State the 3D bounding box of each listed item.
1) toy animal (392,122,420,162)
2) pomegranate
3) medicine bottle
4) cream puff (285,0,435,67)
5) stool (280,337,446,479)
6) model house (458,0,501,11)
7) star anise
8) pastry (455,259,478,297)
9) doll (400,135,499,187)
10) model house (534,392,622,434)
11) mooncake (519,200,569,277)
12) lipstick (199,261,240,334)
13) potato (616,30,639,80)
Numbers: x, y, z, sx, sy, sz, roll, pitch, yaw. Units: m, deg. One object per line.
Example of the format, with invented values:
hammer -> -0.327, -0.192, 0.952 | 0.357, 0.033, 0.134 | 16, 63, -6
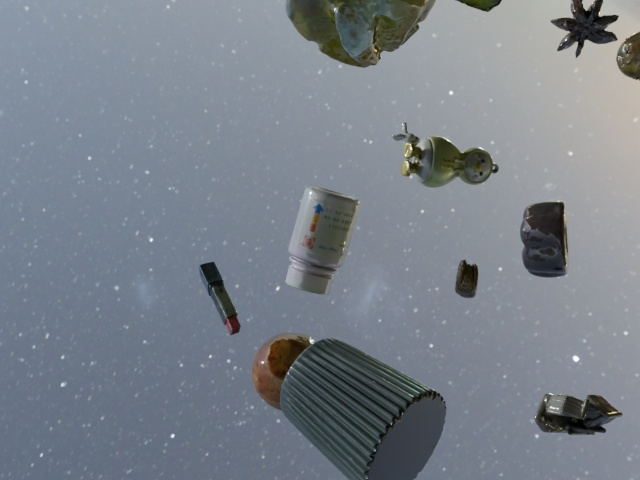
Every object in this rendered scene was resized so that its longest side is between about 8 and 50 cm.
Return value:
toy animal -> 0.318, -0.339, 2.147 | 0.071, 0.124, 0.085 | -46, -137, -19
pomegranate -> -0.083, 0.380, 1.779 | 0.248, 0.248, 0.248 | 23, -147, -17
medicine bottle -> 0.000, 0.000, 1.759 | 0.170, 0.293, 0.170 | 16, -174, -2
cream puff -> 0.097, -0.523, 1.229 | 0.275, 0.378, 0.378 | 25, -149, -32
stool -> 0.094, 0.427, 1.525 | 0.297, 0.297, 0.330 | -4, -157, -45
model house -> 0.435, -0.761, 1.691 | 0.170, 0.194, 0.211 | 14, -148, -11
star anise -> 0.890, -0.732, 2.062 | 0.197, 0.212, 0.073 | 64, -156, -13
pastry -> 0.397, 0.105, 1.658 | 0.057, 0.109, 0.097 | 9, -158, 9
doll -> 0.365, -0.213, 1.693 | 0.296, 0.141, 0.117 | 3, -174, -11
model house -> 0.786, 0.525, 1.849 | 0.229, 0.188, 0.122 | 16, -112, -31
mooncake -> 0.689, -0.003, 1.854 | 0.245, 0.133, 0.245 | 6, -97, -59
lipstick -> -0.280, 0.166, 1.728 | 0.051, 0.051, 0.312 | -12, -145, -21
potato -> 0.828, -0.467, 1.507 | 0.137, 0.176, 0.137 | 8, -101, -46
